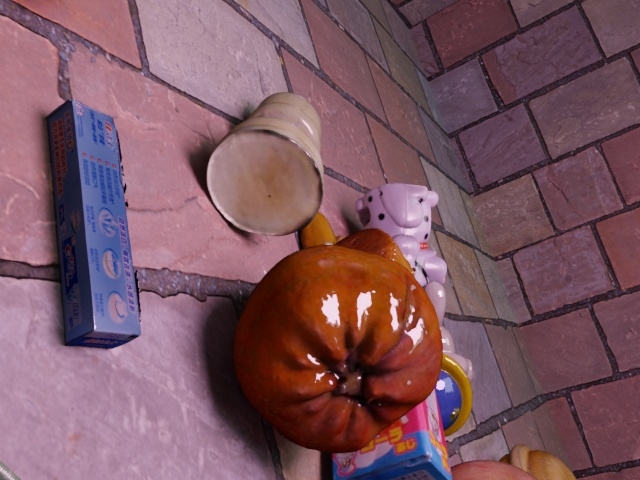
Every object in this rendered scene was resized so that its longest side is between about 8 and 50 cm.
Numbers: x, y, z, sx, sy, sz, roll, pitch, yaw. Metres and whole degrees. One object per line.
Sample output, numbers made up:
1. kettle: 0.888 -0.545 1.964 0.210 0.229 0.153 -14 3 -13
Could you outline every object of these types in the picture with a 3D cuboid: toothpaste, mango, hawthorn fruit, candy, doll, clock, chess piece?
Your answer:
1. toothpaste: -0.249 -0.020 0.677 0.066 0.053 0.272 18 53 -55
2. mango: 0.000 0.000 1.179 0.080 0.060 0.114 10 56 -66
3. hawthorn fruit: 0.012 0.127 0.860 0.277 0.277 0.298 60 -4 -16
4. candy: 0.101 0.255 1.010 0.100 0.157 0.306 51 22 -36
5. doll: 0.242 0.247 1.251 0.242 0.159 0.311 -25 118 -57
6. clock: 0.175 0.024 1.340 0.189 0.189 0.254 30 48 -54
7. chess piece: -0.069 -0.159 1.065 0.182 0.182 0.330 57 20 -22

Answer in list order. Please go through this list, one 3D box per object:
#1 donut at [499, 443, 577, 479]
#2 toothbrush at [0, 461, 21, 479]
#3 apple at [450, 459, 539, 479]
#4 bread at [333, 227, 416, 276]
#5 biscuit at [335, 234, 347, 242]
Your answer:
1. donut: 0.567 0.734 1.542 0.449 0.198 0.449 48 28 -37
2. toothbrush: -0.300 0.131 0.468 0.257 0.018 0.024 55 19 -23
3. apple: 0.311 0.529 1.050 0.345 0.269 0.345 28 44 -32
4. bread: 0.057 0.069 1.065 0.104 0.199 0.199 52 27 -29
5. biscuit: 0.100 0.110 1.330 0.160 0.030 0.250 8 62 -63
